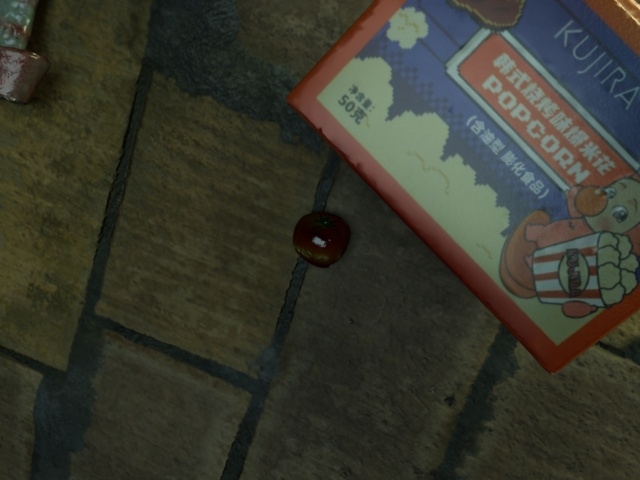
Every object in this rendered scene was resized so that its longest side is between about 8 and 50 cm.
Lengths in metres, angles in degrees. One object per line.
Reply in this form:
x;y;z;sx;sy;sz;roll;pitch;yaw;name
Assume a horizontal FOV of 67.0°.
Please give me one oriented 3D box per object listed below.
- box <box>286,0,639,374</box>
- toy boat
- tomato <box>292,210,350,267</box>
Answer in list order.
0.198;-0.109;0.539;0.257;0.318;0.348;-44;88;12;box
-0.491;-0.362;0.760;0.206;0.096;0.282;18;93;22;toy boat
0.000;0.000;0.716;0.087;0.087;0.075;17;129;8;tomato
